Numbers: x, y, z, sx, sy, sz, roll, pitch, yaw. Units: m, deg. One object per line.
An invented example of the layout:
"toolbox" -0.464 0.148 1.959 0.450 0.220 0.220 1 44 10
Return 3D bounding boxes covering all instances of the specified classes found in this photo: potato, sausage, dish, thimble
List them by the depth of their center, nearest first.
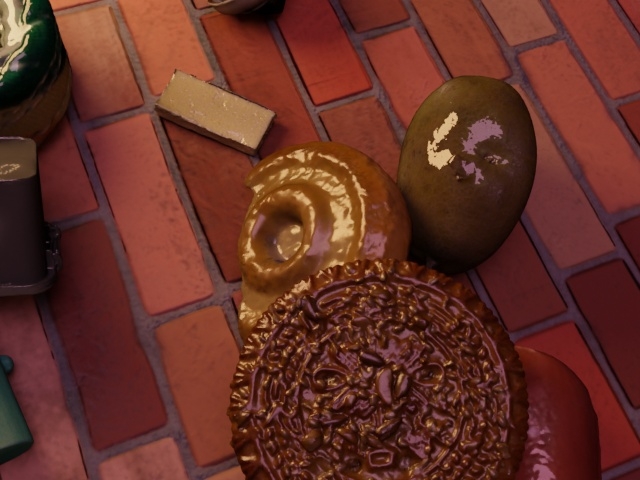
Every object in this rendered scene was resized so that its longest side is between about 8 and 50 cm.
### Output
"sausage" 0.227 0.235 0.902 0.148 0.148 0.254 11 65 0
"potato" 0.170 -0.074 1.029 0.159 0.174 0.251 18 80 -4
"thimble" -0.455 -0.211 1.033 0.288 0.167 0.254 -19 68 -15
"dish" -0.080 -0.344 1.182 0.141 0.078 0.141 -26 34 19

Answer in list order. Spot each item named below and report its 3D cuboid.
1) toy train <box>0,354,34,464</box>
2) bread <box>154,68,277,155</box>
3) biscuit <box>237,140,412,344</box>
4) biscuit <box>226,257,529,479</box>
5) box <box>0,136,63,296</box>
"toy train" -0.407 0.153 0.907 0.159 0.101 0.248 -15 69 -37
"bread" -0.138 -0.168 1.118 0.154 0.028 0.068 23 65 5
"biscuit" -0.001 -0.001 0.986 0.213 0.091 0.274 -19 56 26
"biscuit" 0.058 0.160 0.841 0.306 0.038 0.305 0 72 -1
"box" -0.409 -0.030 0.923 0.244 0.135 0.163 -2 29 -16
